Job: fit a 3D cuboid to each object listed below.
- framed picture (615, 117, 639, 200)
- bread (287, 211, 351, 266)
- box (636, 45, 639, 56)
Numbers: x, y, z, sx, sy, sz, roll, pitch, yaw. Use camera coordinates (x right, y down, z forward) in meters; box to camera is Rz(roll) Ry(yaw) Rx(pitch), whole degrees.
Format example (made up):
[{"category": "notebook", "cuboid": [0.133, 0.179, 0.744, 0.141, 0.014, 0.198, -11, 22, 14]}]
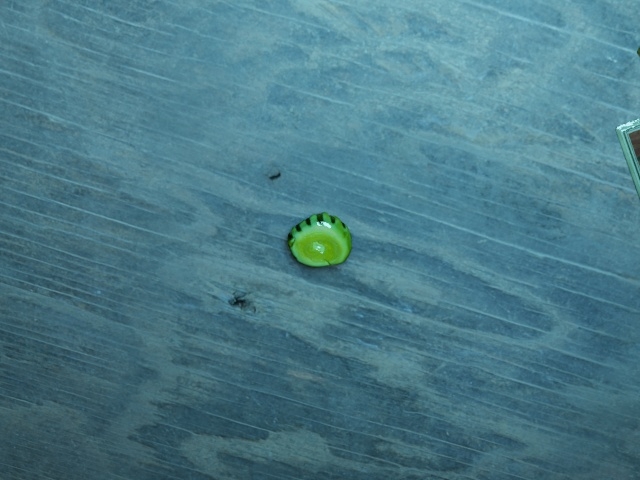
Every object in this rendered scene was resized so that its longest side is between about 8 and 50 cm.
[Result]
[{"category": "framed picture", "cuboid": [0.746, -0.152, 1.663, 0.216, 0.016, 0.273, -22, 113, 18]}, {"category": "bread", "cuboid": [0.000, 0.000, 1.808, 0.139, 0.071, 0.130, -25, 115, 17]}, {"category": "box", "cuboid": [0.640, -0.402, 1.504, 0.022, 0.089, 0.156, 22, 120, -3]}]
